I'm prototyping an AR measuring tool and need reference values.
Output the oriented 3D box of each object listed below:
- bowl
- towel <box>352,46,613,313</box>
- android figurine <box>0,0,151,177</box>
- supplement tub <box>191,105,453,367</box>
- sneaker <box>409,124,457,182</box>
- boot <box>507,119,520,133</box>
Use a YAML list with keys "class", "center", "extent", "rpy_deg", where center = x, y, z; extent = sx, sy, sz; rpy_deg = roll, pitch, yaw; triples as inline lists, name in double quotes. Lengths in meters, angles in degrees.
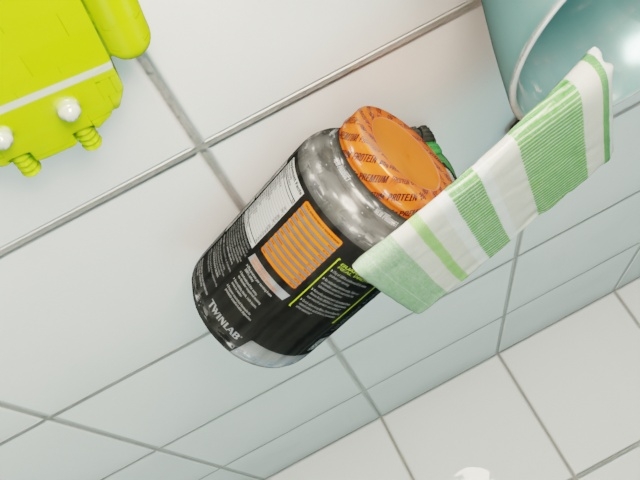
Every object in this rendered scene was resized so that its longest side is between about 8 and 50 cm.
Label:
- class: "bowl"
  center: [0.294, -0.283, 0.734]
  extent: [0.311, 0.163, 0.312]
  rpy_deg: [-22, 154, -12]
- class: "towel"
  center: [0.197, -0.047, 0.795]
  extent: [0.325, 0.038, 0.248]
  rpy_deg: [-41, 154, 6]
- class: "android figurine"
  center: [-0.260, -0.144, 0.559]
  extent: [0.248, 0.056, 0.273]
  rpy_deg: [-24, 153, -9]
- class: "supplement tub"
  center: [0.000, 0.000, 0.913]
  extent: [0.207, 0.207, 0.338]
  rpy_deg: [4, 140, -49]
- class: "sneaker"
  center: [0.083, -0.007, 1.058]
  extent: [0.134, 0.146, 0.344]
  rpy_deg: [-10, 150, -35]
- class: "boot"
  center: [0.355, -0.202, 1.105]
  extent: [0.106, 0.037, 0.114]
  rpy_deg: [-17, 148, -29]
